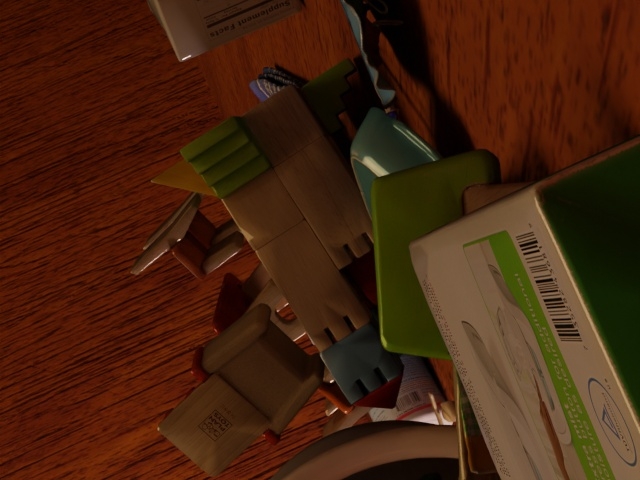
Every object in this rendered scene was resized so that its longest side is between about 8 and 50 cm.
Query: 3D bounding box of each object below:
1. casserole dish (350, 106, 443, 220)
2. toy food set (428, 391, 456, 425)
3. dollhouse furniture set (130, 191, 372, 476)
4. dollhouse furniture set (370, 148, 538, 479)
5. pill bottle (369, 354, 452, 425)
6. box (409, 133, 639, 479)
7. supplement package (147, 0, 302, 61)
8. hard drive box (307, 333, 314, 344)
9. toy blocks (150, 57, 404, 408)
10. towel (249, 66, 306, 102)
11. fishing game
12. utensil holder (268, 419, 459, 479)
[{"bbox_3d":[0.069,-0.021,0.977,0.114,0.037,0.188,43,169,23],"label":"casserole dish"},{"bbox_3d":[0.158,0.208,1.460,0.122,0.019,0.078,47,163,51],"label":"toy food set"},{"bbox_3d":[-0.069,0.098,1.291,0.262,0.135,0.259,43,-166,-11],"label":"dollhouse furniture set"},{"bbox_3d":[0.135,0.057,0.723,0.301,0.151,0.197,6,-101,-76],"label":"dollhouse furniture set"},{"bbox_3d":[0.084,0.161,1.601,0.087,0.087,0.160,74,171,-60],"label":"pill bottle"},{"bbox_3d":[0.143,0.089,0.425,0.231,0.127,0.262,125,120,-85],"label":"box"},{"bbox_3d":[-0.128,-0.320,1.305,0.139,0.134,0.244,-121,9,-52],"label":"supplement package"},{"bbox_3d":[0.000,0.000,1.494,0.232,0.089,0.181,63,165,-8],"label":"hard drive box"},{"bbox_3d":[0.016,0.002,1.211,0.261,0.191,0.381,57,-174,-2],"label":"toy blocks"},{"bbox_3d":[-0.006,-0.088,1.673,0.336,0.040,0.243,-134,20,-75],"label":"towel"},{"bbox_3d":[0.022,-0.182,0.948,0.264,0.041,0.189,63,-174,-46],"label":"fishing game"},{"bbox_3d":[0.074,0.299,1.053,0.385,0.327,0.327,92,153,-84],"label":"utensil holder"}]
